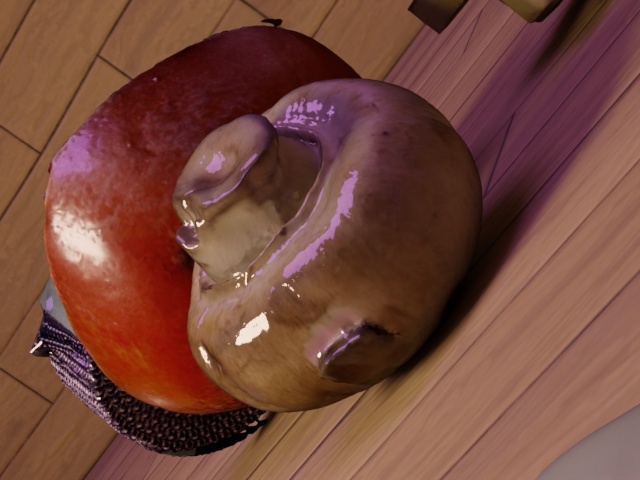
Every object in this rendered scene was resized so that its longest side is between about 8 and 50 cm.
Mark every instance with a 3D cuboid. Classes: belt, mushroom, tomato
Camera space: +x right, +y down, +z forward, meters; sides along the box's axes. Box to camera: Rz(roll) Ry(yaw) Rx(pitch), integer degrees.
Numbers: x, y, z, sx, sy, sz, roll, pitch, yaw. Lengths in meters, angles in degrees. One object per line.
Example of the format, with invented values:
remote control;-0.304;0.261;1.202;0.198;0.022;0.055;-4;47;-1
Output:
belt;-0.102;0.030;1.495;0.122;0.260;0.325;34;101;48
mushroom;0.000;0.000;1.139;0.255;0.184;0.255;-34;29;22
tomato;-0.044;0.000;1.356;0.143;0.338;0.338;27;80;46

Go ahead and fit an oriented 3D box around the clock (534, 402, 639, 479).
clock;0.070;0.127;0.425;0.191;0.062;0.151;-60;7;-32

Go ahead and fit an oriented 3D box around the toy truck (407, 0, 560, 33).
toy truck;0.190;-0.293;1.295;0.254;0.180;0.405;-55;4;-10
